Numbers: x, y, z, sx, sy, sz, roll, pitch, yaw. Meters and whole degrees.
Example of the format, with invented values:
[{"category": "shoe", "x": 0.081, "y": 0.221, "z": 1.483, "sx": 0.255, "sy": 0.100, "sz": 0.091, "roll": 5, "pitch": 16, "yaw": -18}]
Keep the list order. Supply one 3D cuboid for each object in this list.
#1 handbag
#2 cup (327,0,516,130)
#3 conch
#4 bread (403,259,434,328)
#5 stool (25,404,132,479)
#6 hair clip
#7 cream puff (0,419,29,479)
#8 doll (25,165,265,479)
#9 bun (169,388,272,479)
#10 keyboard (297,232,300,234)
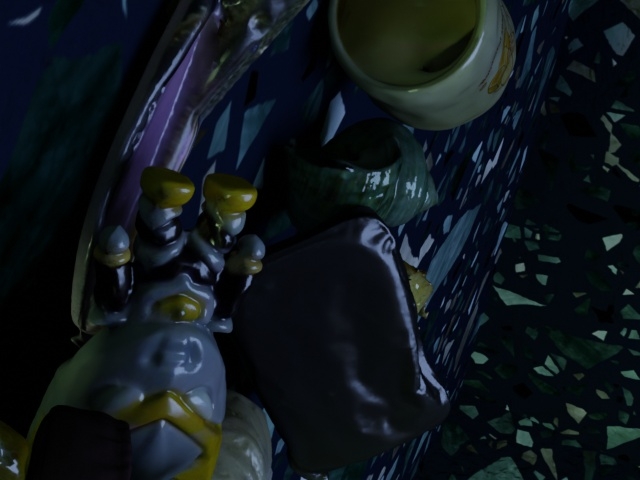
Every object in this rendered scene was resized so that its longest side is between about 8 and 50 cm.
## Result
[{"category": "handbag", "x": 0.018, "y": 0.117, "z": 1.211, "sx": 0.075, "sy": 0.191, "sz": 0.332, "roll": -115, "pitch": -177, "yaw": -53}, {"category": "cup", "x": 0.093, "y": -0.247, "z": 1.207, "sx": 0.173, "sy": 0.255, "sz": 0.202, "roll": -27, "pitch": 169, "yaw": 12}, {"category": "conch", "x": 0.040, "y": -0.062, "z": 1.226, "sx": 0.188, "sy": 0.122, "sz": 0.176, "roll": -22, "pitch": -177, "yaw": -34}, {"category": "bread", "x": 0.009, "y": 0.114, "z": 1.382, "sx": 0.260, "sy": 0.147, "sz": 0.160, "roll": -52, "pitch": 156, "yaw": -3}, {"category": "stool", "x": -0.116, "y": 0.249, "z": 0.743, "sx": 0.272, "sy": 0.178, "sz": 0.272, "roll": -170, "pitch": -90, "yaw": -76}, {"category": "hair clip", "x": -0.112, "y": -0.073, "z": 0.869, "sx": 0.359, "sy": 0.095, "sz": 0.110, "roll": -61, "pitch": -159, "yaw": 8}, {"category": "cream puff", "x": -0.234, "y": 0.135, "z": 0.635, "sx": 0.116, "sy": 0.146, "sz": 0.146, "roll": 13, "pitch": -102, "yaw": 64}, {"category": "doll", "x": -0.122, "y": 0.092, "z": 0.871, "sx": 0.145, "sy": 0.103, "sz": 0.316, "roll": -10, "pitch": 125, "yaw": -48}, {"category": "bun", "x": -0.112, "y": 0.246, "z": 1.179, "sx": 0.193, "sy": 0.128, "sz": 0.178, "roll": -38, "pitch": 146, "yaw": -65}, {"category": "keyboard", "x": 0.000, "y": 0.000, "z": 1.424, "sx": 0.166, "sy": 0.017, "sz": 0.055, "roll": 36, "pitch": 73, "yaw": -74}]
